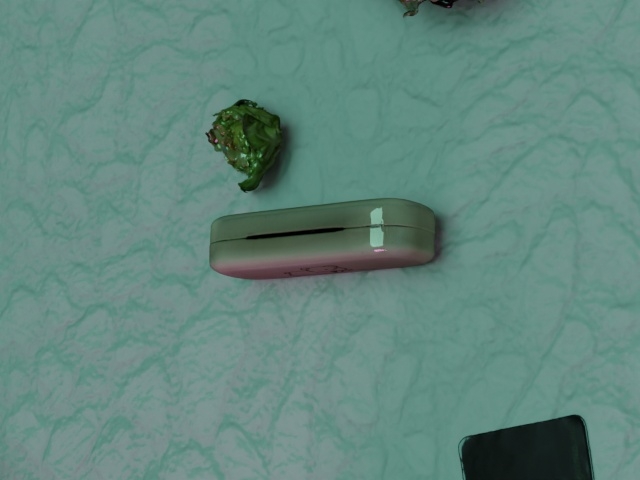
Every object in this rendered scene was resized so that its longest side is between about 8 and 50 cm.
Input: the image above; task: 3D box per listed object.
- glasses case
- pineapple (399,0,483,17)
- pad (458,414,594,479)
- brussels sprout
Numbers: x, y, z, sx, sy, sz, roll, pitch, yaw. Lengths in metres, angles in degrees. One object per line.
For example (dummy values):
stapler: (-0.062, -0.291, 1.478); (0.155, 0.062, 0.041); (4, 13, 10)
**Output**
glasses case: (0.000, 0.000, 1.563); (0.196, 0.083, 0.050); (-6, 81, 32)
pineapple: (0.089, -0.279, 1.522); (0.221, 0.047, 0.221); (-7, 74, 23)
pad: (0.165, 0.220, 1.474); (0.112, 0.003, 0.157); (-15, 75, 29)
brussels sprout: (-0.064, -0.086, 1.634); (0.085, 0.058, 0.085); (29, 130, 41)
